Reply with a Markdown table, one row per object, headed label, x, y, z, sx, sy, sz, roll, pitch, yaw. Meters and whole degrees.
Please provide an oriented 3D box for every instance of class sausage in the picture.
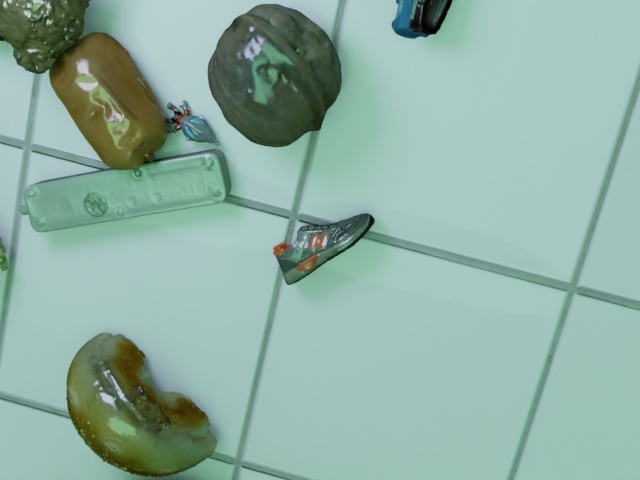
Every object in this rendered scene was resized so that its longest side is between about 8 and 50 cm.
| label | x | y | z | sx | sy | sz | roll | pitch | yaw |
| --- | --- | --- | --- | --- | --- | --- | --- | --- | --- |
| sausage | -0.356 | -0.232 | 1.634 | 0.136 | 0.120 | 0.241 | -27 | 95 | 14 |

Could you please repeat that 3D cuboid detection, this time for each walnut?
| label | x | y | z | sx | sy | sz | roll | pitch | yaw |
| --- | --- | --- | --- | --- | --- | --- | --- | --- | --- |
| walnut | -0.070 | -0.263 | 1.550 | 0.224 | 0.224 | 0.224 | 2 | 105 | 8 |

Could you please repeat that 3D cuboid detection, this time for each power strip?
| label | x | y | z | sx | sy | sz | roll | pitch | yaw |
| --- | --- | --- | --- | --- | --- | --- | --- | --- | --- |
| power strip | -0.350 | -0.085 | 1.704 | 0.385 | 0.062 | 0.091 | -9 | 104 | 10 |

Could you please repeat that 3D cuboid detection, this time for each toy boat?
| label | x | y | z | sx | sy | sz | roll | pitch | yaw |
| --- | --- | --- | --- | --- | --- | --- | --- | --- | --- |
| toy boat | 0.167 | -0.431 | 1.530 | 0.097 | 0.100 | 0.223 | 26 | 104 | 38 |

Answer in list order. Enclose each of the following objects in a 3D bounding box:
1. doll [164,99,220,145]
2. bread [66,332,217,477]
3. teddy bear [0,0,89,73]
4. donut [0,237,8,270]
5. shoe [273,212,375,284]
| label | x | y | z | sx | sy | sz | roll | pitch | yaw |
| --- | --- | --- | --- | --- | --- | --- | --- | --- | --- |
| doll | -0.221 | -0.198 | 1.669 | 0.114 | 0.039 | 0.057 | 30 | 65 | 8 |
| bread | -0.342 | 0.327 | 1.745 | 0.314 | 0.192 | 0.171 | 42 | 105 | -4 |
| teddy bear | -0.489 | -0.408 | 1.579 | 0.256 | 0.156 | 0.267 | 38 | 106 | 5 |
| donut | -0.771 | 0.055 | 1.755 | 0.307 | 0.150 | 0.371 | 42 | 105 | 0 |
| shoe | 0.001 | -0.001 | 1.674 | 0.194 | 0.074 | 0.077 | -34 | 93 | 17 |
